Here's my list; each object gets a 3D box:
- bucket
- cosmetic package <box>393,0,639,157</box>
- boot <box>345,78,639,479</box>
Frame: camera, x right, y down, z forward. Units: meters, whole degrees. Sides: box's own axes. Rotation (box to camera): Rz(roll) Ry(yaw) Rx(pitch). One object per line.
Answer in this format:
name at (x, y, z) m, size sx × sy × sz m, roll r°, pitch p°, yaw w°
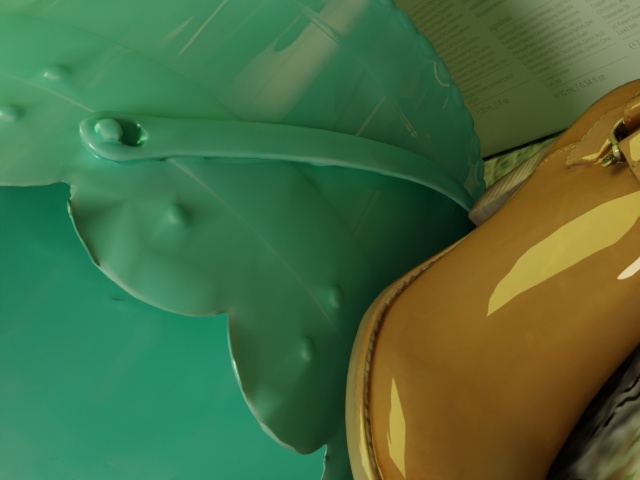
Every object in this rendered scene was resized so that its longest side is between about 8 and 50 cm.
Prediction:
bucket at (-0.073, 0.009, 0.469) m, size 0.281 × 0.281 × 0.183 m, roll -36°, pitch 17°, yaw 53°
cosmetic package at (0.061, -0.187, 0.574) m, size 0.097 × 0.284 × 0.377 m, roll -51°, pitch 11°, yaw -14°
boot at (0.093, 0.002, 0.335) m, size 0.152 × 0.073 × 0.197 m, roll -33°, pitch 20°, yaw 43°
